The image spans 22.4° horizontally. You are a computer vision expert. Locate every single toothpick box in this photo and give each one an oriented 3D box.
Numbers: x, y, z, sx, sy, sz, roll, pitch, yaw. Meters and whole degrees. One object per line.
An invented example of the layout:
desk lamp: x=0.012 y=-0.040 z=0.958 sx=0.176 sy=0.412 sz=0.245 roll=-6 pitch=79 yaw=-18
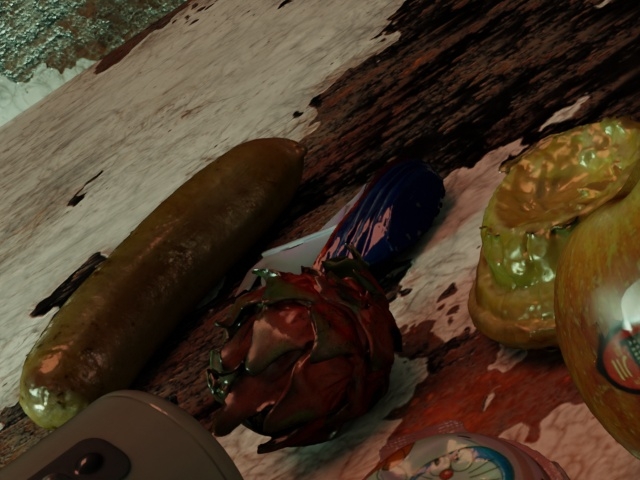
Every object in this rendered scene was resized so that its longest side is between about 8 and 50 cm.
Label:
toothpick box: x=-0.220 y=0.274 z=1.318 sx=0.229 sy=0.229 sz=0.316 roll=-11 pitch=17 yaw=47

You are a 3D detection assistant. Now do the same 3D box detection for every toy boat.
toy boat: x=0.002 y=0.010 z=1.833 sx=0.318 sy=0.072 sz=0.219 roll=-29 pitch=20 yaw=27

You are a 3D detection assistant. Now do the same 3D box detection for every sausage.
sausage: x=-0.193 y=0.039 z=1.982 sx=0.136 sy=0.123 sz=0.501 roll=-3 pitch=39 yaw=51

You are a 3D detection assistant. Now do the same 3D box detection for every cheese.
cheese: x=0.108 y=0.232 z=1.193 sx=0.189 sy=0.074 sz=0.286 roll=-18 pitch=35 yaw=1

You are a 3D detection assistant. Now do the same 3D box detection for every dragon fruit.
dragon fruit: x=-0.016 y=0.106 z=1.530 sx=0.189 sy=0.182 sz=0.182 roll=-19 pitch=25 yaw=8

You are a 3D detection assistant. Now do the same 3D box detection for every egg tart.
egg tart: x=0.248 y=-0.021 z=1.461 sx=0.290 sy=0.115 sz=0.290 roll=-30 pitch=24 yaw=15

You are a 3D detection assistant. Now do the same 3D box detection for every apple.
apple: x=0.298 y=0.020 z=1.121 sx=0.309 sy=0.250 sz=0.277 roll=-24 pitch=25 yaw=34

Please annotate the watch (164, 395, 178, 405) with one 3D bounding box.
watch: x=-0.307 y=0.247 z=1.667 sx=0.276 sy=0.068 sz=0.274 roll=-1 pitch=33 yaw=11
